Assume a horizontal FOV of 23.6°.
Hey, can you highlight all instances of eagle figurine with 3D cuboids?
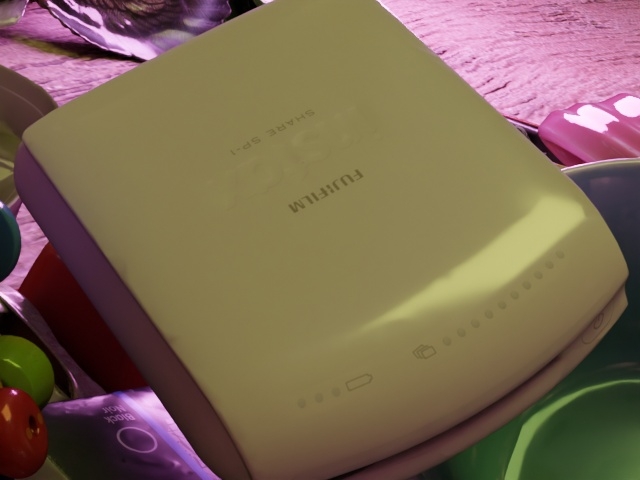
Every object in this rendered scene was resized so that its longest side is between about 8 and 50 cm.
[{"bbox_3d":[-0.254,-0.293,1.605,0.298,0.225,0.226,40,38,-62],"label":"eagle figurine"}]

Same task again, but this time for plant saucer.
[{"bbox_3d":[0.355,-0.030,1.427,0.332,0.084,0.332,39,5,-4],"label":"plant saucer"}]

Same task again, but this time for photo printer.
[{"bbox_3d":[0.000,0.000,0.865,0.256,0.107,0.307,-28,51,-15],"label":"photo printer"}]

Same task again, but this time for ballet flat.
[{"bbox_3d":[-0.189,0.064,0.928,0.168,0.057,0.052,34,-6,30],"label":"ballet flat"}]

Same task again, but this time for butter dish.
[{"bbox_3d":[-0.114,0.031,0.999,0.160,0.118,0.160,33,25,29],"label":"butter dish"}]

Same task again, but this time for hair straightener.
[{"bbox_3d":[0.239,-0.123,1.755,0.230,0.047,0.089,25,22,11],"label":"hair straightener"}]

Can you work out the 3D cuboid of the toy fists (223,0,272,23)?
[{"bbox_3d":[-0.081,-0.302,1.838,0.142,0.096,0.279,-11,38,-36],"label":"toy fists"}]

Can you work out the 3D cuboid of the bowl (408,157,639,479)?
[{"bbox_3d":[0.198,0.118,0.914,0.312,0.163,0.311,-5,51,6],"label":"bowl"}]

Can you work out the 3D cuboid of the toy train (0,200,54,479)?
[{"bbox_3d":[-0.169,0.092,0.748,0.105,0.248,0.143,-17,9,11],"label":"toy train"}]

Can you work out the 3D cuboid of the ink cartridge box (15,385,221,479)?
[{"bbox_3d":[-0.019,0.189,0.792,0.165,0.065,0.333,-4,34,-47],"label":"ink cartridge box"}]

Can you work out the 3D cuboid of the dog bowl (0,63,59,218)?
[{"bbox_3d":[-0.349,-0.066,0.987,0.349,0.102,0.349,11,16,-3],"label":"dog bowl"}]

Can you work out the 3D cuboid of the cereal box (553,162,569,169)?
[{"bbox_3d":[0.104,-0.044,1.341,0.240,0.047,0.173,12,-14,-17],"label":"cereal box"}]
